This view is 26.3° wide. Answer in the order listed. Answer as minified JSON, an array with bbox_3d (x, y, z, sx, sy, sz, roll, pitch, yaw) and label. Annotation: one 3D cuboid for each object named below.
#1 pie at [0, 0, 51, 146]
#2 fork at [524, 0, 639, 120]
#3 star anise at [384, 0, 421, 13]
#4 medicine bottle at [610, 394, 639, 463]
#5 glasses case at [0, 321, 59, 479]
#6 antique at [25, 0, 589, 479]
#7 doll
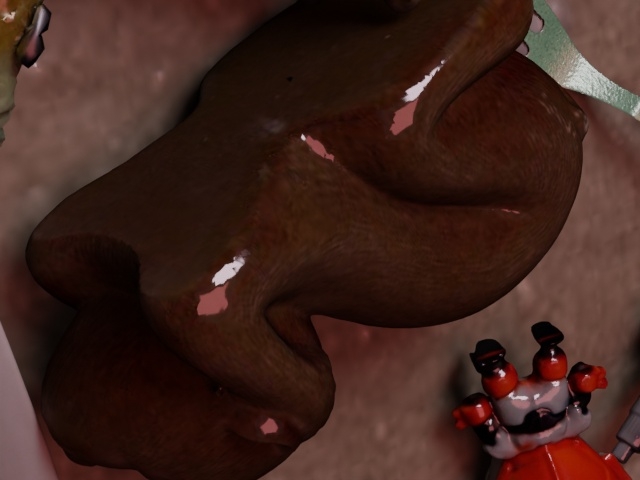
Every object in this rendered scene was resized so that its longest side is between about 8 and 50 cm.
[{"bbox_3d":[-0.124,-0.183,0.451,0.302,0.067,0.302,-8,104,-32],"label":"pie"},{"bbox_3d":[0.164,-0.053,0.662,0.235,0.021,0.039,32,90,-16],"label":"fork"},{"bbox_3d":[0.036,-0.211,0.458,0.220,0.099,0.214,-60,154,-4],"label":"star anise"},{"bbox_3d":[0.212,0.035,0.711,0.057,0.057,0.199,43,80,-31],"label":"medicine bottle"},{"bbox_3d":[-0.153,0.049,0.509,0.074,0.049,0.193,-24,113,-22],"label":"glasses case"},{"bbox_3d":[0.000,0.000,0.549,0.257,0.121,0.143,-43,129,-22],"label":"antique"},{"bbox_3d":[0.113,0.123,0.675,0.109,0.057,0.169,-19,121,-8],"label":"doll"}]
